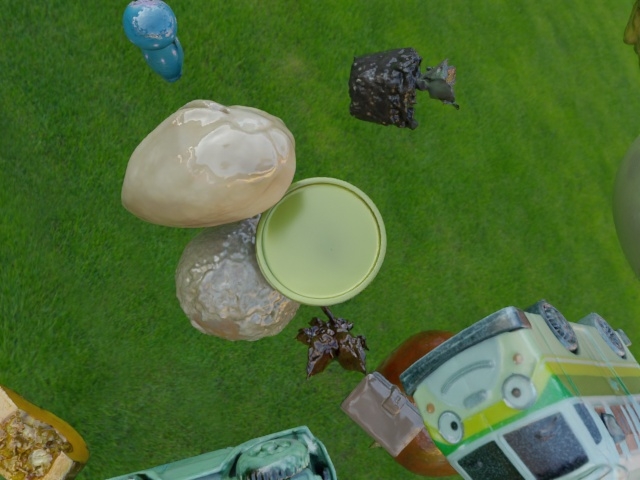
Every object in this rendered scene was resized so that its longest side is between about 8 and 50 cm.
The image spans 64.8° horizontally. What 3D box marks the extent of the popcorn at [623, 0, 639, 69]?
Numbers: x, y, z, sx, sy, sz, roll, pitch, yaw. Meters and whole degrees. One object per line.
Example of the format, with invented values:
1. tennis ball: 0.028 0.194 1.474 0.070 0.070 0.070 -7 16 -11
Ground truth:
1. popcorn: 0.484 -0.309 0.640 0.266 0.192 0.233 2 118 -44

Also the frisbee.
1. frisbee: 0.000 0.000 0.898 0.235 0.017 0.236 0 77 1

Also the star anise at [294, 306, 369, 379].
1. star anise: 0.002 0.249 1.391 0.237 0.148 0.346 -28 68 -37

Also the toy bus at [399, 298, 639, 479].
1. toy bus: 0.220 0.159 0.468 0.276 0.133 0.165 14 44 -42

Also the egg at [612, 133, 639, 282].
1. egg: 0.306 -0.013 0.332 0.188 0.189 0.254 29 20 -23

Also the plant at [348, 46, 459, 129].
1. plant: 0.156 -0.283 0.937 0.142 0.203 0.131 -61 149 -44

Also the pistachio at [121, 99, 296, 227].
1. pistachio: -0.191 -0.117 0.848 0.214 0.317 0.193 58 27 -23

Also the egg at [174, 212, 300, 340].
1. egg: -0.153 0.072 1.023 0.279 0.279 0.310 59 28 -4

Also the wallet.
1. wallet: 0.128 0.346 1.018 0.152 0.118 0.039 43 17 11

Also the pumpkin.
1. pumpkin: -0.555 0.378 0.940 0.248 0.126 0.131 41 79 9

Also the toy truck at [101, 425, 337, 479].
1. toy truck: -0.116 0.282 0.483 0.278 0.156 0.155 -12 86 -11

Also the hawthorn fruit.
1. hawthorn fruit: 0.298 0.466 1.391 0.402 0.402 0.403 11 69 -31

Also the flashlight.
1. flashlight: -0.167 -0.200 0.523 0.051 0.129 0.051 1 81 -7
